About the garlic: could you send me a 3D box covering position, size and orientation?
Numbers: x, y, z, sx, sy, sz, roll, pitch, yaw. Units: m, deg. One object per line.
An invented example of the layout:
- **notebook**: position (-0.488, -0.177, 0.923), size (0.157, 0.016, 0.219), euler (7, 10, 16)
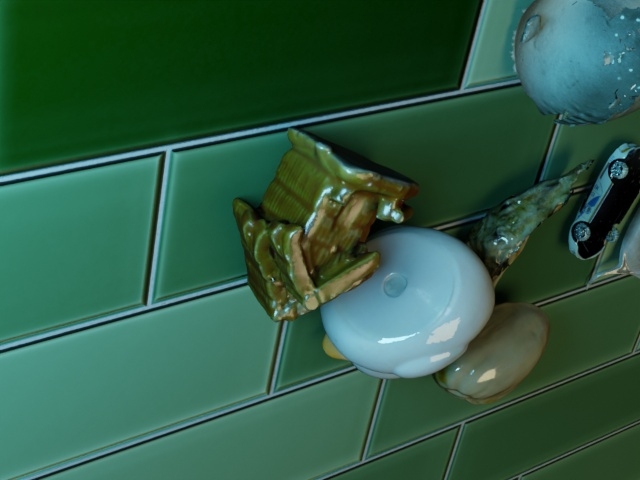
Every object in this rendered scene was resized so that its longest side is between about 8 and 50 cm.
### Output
- **garlic**: position (0.575, 0.001, 2.100), size (0.267, 0.148, 0.128), euler (-60, 177, 9)

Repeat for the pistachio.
- **pistachio**: position (0.260, 0.168, 1.911), size (0.215, 0.144, 0.144), euler (-33, 141, -33)

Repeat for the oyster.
- **oyster**: position (0.289, -0.017, 1.829), size (0.294, 0.094, 0.166), euler (-48, 161, -16)

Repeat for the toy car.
- **toy car**: position (0.451, -0.061, 1.952), size (0.095, 0.056, 0.205), euler (1, 125, -44)

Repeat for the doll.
- **doll**: position (0.114, 0.100, 1.670), size (0.251, 0.221, 0.221), euler (-22, 142, 10)

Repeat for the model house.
- **model house**: position (0.001, -0.001, 1.476), size (0.219, 0.199, 0.229), euler (19, 104, -37)

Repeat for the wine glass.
- **wine glass**: position (0.422, -0.265, 1.653), size (0.357, 0.190, 0.191), euler (-19, 134, -38)
